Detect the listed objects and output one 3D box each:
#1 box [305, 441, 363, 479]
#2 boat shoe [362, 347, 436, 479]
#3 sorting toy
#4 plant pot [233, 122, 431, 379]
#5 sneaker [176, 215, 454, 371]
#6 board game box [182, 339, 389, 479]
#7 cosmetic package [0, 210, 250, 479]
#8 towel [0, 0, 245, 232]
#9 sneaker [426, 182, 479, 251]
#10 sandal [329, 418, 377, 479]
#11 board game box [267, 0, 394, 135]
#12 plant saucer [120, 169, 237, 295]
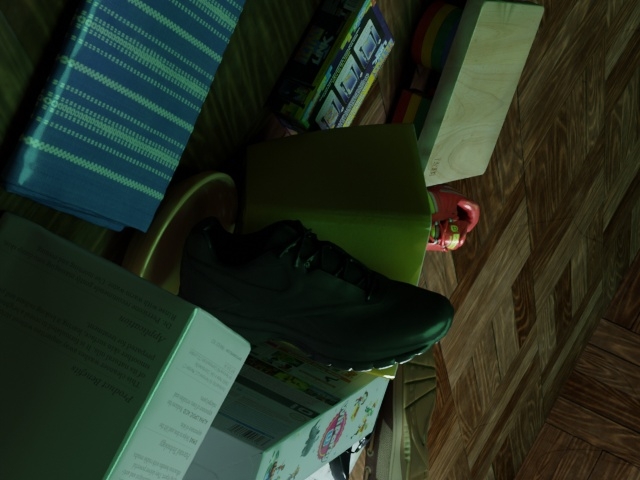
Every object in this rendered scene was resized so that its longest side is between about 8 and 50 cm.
[{"bbox_3d":[-0.043,0.363,2.141,0.232,0.058,0.322,-62,160,-7],"label":"box"},{"bbox_3d":[0.105,0.290,2.326,0.123,0.123,0.341,-3,94,-61],"label":"boat shoe"},{"bbox_3d":[0.185,-0.215,1.991,0.257,0.089,0.255,-14,126,-63],"label":"sorting toy"},{"bbox_3d":[0.000,0.000,1.595,0.212,0.187,0.212,-94,-168,-57],"label":"plant pot"},{"bbox_3d":[-0.008,0.047,1.455,0.109,0.286,0.130,-77,173,-61],"label":"sneaker"},{"bbox_3d":[-0.090,0.171,1.582,0.303,0.224,0.097,-25,134,-58],"label":"board game box"},{"bbox_3d":[-0.252,0.198,1.247,0.385,0.217,0.156,-61,159,-6],"label":"cosmetic package"},{"bbox_3d":[-0.159,-0.176,1.311,0.336,0.040,0.243,-67,157,0],"label":"towel"},{"bbox_3d":[0.147,-0.025,2.069,0.279,0.118,0.107,-31,140,-56],"label":"sneaker"},{"bbox_3d":[0.056,0.222,2.112,0.097,0.055,0.254,58,41,-63],"label":"sandal"},{"bbox_3d":[0.015,-0.192,1.672,0.170,0.048,0.141,-61,161,-9],"label":"board game box"},{"bbox_3d":[-0.152,0.016,1.508,0.200,0.037,0.200,-55,160,-31],"label":"plant saucer"}]
